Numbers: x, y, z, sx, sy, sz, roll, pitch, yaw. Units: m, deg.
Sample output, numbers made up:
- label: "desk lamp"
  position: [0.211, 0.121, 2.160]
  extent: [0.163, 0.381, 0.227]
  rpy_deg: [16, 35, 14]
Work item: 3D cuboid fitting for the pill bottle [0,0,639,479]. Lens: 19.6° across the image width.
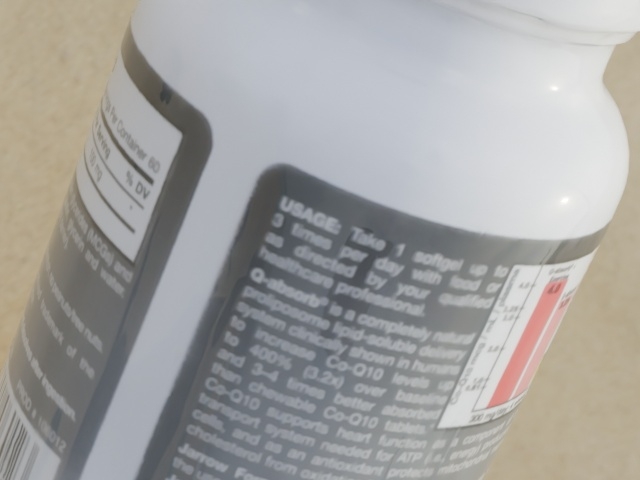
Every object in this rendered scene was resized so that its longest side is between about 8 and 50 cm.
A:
- label: "pill bottle"
  position: [0.000, 0.000, 0.763]
  extent: [0.210, 0.363, 0.210]
  rpy_deg: [20, 23, -9]
